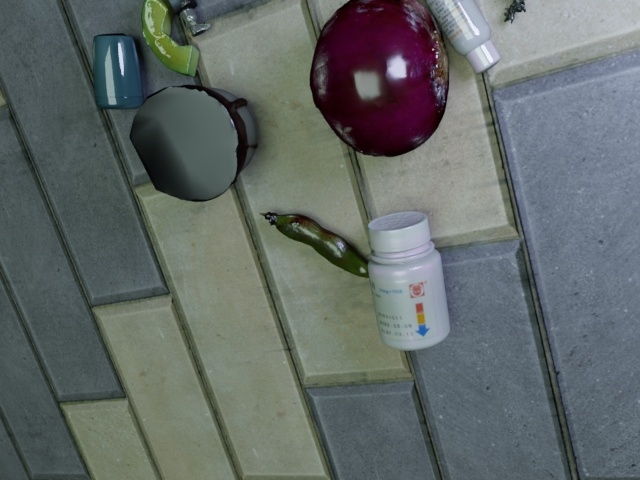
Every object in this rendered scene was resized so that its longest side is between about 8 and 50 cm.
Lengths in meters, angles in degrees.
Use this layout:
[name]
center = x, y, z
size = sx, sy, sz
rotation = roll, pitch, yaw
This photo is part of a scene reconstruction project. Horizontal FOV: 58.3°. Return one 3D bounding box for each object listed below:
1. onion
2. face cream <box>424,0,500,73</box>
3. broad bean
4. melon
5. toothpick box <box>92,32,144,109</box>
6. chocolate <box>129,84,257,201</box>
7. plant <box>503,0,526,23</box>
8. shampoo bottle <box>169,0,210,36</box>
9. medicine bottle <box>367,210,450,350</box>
[onion]
center = 0.107, -0.332, 1.164
size = 0.282, 0.260, 0.336
rotation = 3, 110, 27
[face cream]
center = 0.269, -0.458, 1.146
size = 0.082, 0.082, 0.269
rotation = -30, 96, 28
[broad bean]
center = 0.000, 0.000, 1.430
size = 0.339, 0.061, 0.077
rotation = 31, 124, 11
[melon]
center = -0.372, -0.499, 1.409
size = 0.118, 0.064, 0.209
rotation = -37, 94, 24
[toothpick box]
center = -0.518, -0.430, 1.460
size = 0.121, 0.120, 0.184
rotation = 5, 107, 21
[chocolate]
center = -0.285, -0.244, 1.392
size = 0.284, 0.186, 0.283
rotation = 4, 109, 11
[plant]
center = 0.383, -0.473, 1.112
size = 0.051, 0.051, 0.102
rotation = 12, 117, 18
[shampoo bottle]
center = -0.335, -0.587, 1.363
size = 0.064, 0.057, 0.207
rotation = -24, 99, 24
[medicine bottle]
center = 0.198, 0.092, 1.319
size = 0.170, 0.170, 0.292
rotation = -3, 108, 23
